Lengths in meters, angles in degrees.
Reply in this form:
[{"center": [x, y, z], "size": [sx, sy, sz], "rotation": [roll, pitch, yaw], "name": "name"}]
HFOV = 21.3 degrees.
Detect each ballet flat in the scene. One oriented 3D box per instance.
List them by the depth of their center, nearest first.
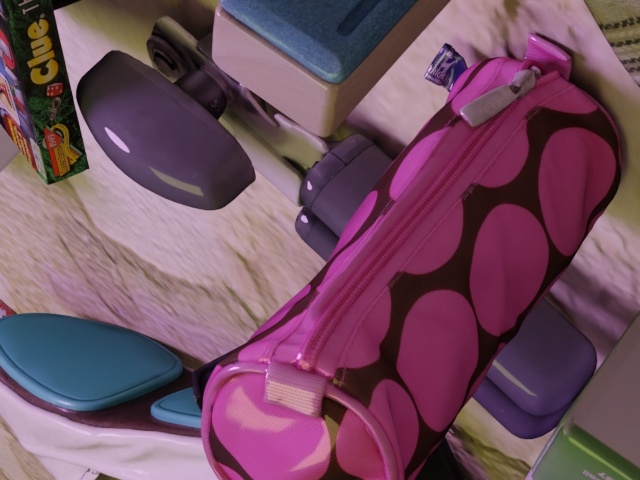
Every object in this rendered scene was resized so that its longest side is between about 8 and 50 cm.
[{"center": [-0.112, 0.150, 1.186], "size": [0.400, 0.139, 0.139], "rotation": [12, 144, 42], "name": "ballet flat"}]

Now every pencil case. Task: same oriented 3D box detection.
[{"center": [0.038, 0.013, 0.658], "size": [0.095, 0.209, 0.098], "rotation": [30, 144, 10], "name": "pencil case"}]

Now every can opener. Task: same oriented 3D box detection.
[{"center": [0.000, 0.000, 0.824], "size": [0.283, 0.095, 0.076], "rotation": [43, 161, 14], "name": "can opener"}]

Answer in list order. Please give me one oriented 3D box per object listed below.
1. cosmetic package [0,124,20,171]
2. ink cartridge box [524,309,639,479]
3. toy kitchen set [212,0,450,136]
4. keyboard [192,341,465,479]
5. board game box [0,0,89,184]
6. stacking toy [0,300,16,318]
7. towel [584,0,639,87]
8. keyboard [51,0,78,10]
[{"center": [-0.288, -0.130, 1.049], "size": [0.117, 0.085, 0.231], "rotation": [19, 151, 40], "name": "cosmetic package"}, {"center": [0.192, 0.151, 0.787], "size": [0.201, 0.117, 0.278], "rotation": [35, 155, 12], "name": "ink cartridge box"}, {"center": [-0.037, -0.168, 0.560], "size": [0.207, 0.122, 0.166], "rotation": [35, 156, 11], "name": "toy kitchen set"}, {"center": [-0.002, 0.189, 1.030], "size": [0.033, 0.201, 0.317], "rotation": [46, 164, 55], "name": "keyboard"}, {"center": [-0.168, -0.157, 0.795], "size": [0.136, 0.030, 0.259], "rotation": [51, 158, 37], "name": "board game box"}, {"center": [-0.289, 0.073, 1.442], "size": [0.221, 0.052, 0.167], "rotation": [40, 156, 2], "name": "stacking toy"}, {"center": [0.177, -0.081, 0.482], "size": [0.312, 0.056, 0.324], "rotation": [2, 137, 54], "name": "towel"}, {"center": [-0.196, -0.190, 0.882], "size": [0.180, 0.023, 0.108], "rotation": [51, 154, -22], "name": "keyboard"}]
